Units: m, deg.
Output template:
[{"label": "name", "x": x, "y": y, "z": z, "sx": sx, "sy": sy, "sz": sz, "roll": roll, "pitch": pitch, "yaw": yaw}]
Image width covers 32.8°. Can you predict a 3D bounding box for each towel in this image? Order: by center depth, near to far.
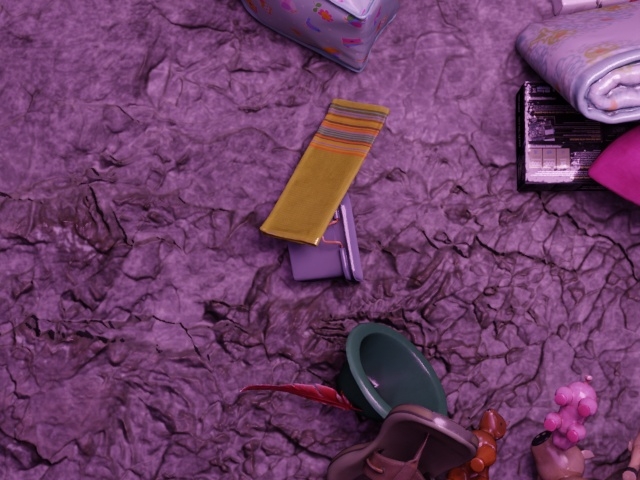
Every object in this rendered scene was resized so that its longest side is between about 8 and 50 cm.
[{"label": "towel", "x": 0.479, "y": -0.257, "z": 1.444, "sx": 0.375, "sy": 0.320, "sz": 0.090, "roll": -10, "pitch": 110, "yaw": 0}, {"label": "towel", "x": 0.007, "y": -0.100, "z": 1.524, "sx": 0.102, "sy": 0.021, "sz": 0.237, "roll": 11, "pitch": 63, "yaw": 38}]

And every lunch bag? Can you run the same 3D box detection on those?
[{"label": "lunch bag", "x": -0.020, "y": -0.380, "z": 1.513, "sx": 0.262, "sy": 0.223, "sz": 0.160, "roll": 31, "pitch": 80, "yaw": 7}]

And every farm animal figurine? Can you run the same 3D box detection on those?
[{"label": "farm animal figurine", "x": 0.349, "y": 0.329, "z": 1.433, "sx": 0.330, "sy": 0.172, "sz": 0.326, "roll": -14, "pitch": 91, "yaw": 30}]

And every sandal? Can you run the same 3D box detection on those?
[{"label": "sandal", "x": 0.102, "y": 0.298, "z": 1.404, "sx": 0.120, "sy": 0.303, "sz": 0.086, "roll": 29, "pitch": 51, "yaw": -10}]

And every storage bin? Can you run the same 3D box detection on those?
[{"label": "storage bin", "x": 0.000, "y": 0.000, "z": 1.538, "sx": 0.091, "sy": 0.098, "sz": 0.135, "roll": -12, "pitch": 83, "yaw": 11}]

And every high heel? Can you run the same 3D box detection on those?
[{"label": "high heel", "x": 0.521, "y": -0.007, "z": 1.484, "sx": 0.181, "sy": 0.127, "sz": 0.377, "roll": -31, "pitch": 104, "yaw": 12}]

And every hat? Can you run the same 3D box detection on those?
[{"label": "hat", "x": 0.046, "y": 0.228, "z": 1.528, "sx": 0.183, "sy": 0.173, "sz": 0.208, "roll": -44, "pitch": 73, "yaw": 31}]

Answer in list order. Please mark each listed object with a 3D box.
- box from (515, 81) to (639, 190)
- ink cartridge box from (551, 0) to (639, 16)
[{"label": "box", "x": 0.373, "y": -0.147, "z": 1.544, "sx": 0.180, "sy": 0.077, "sz": 0.147, "roll": -1, "pitch": 84, "yaw": 2}, {"label": "ink cartridge box", "x": 0.404, "y": -0.388, "z": 1.583, "sx": 0.135, "sy": 0.056, "sz": 0.099, "roll": -10, "pitch": 84, "yaw": 0}]
